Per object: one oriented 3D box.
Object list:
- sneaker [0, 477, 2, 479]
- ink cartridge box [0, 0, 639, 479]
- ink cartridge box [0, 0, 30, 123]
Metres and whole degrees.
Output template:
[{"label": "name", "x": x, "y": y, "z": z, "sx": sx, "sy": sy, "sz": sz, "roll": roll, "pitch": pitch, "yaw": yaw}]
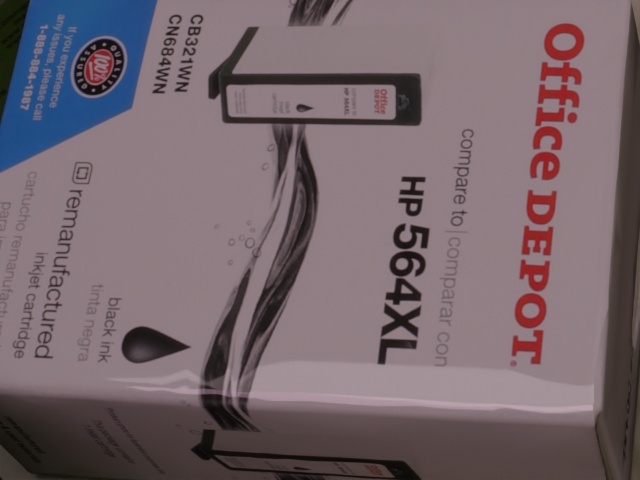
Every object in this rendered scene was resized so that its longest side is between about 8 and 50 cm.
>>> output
[{"label": "sneaker", "x": -0.221, "y": 0.061, "z": 0.558, "sx": 0.384, "sy": 0.145, "sz": 0.147, "roll": 35, "pitch": 71, "yaw": 14}, {"label": "ink cartridge box", "x": 0.000, "y": 0.000, "z": 0.591, "sx": 0.203, "sy": 0.086, "sz": 0.148, "roll": 1, "pitch": 63, "yaw": 15}, {"label": "ink cartridge box", "x": -0.213, "y": -0.132, "z": 0.705, "sx": 0.189, "sy": 0.097, "sz": 0.255, "roll": -41, "pitch": 62, "yaw": -9}]
